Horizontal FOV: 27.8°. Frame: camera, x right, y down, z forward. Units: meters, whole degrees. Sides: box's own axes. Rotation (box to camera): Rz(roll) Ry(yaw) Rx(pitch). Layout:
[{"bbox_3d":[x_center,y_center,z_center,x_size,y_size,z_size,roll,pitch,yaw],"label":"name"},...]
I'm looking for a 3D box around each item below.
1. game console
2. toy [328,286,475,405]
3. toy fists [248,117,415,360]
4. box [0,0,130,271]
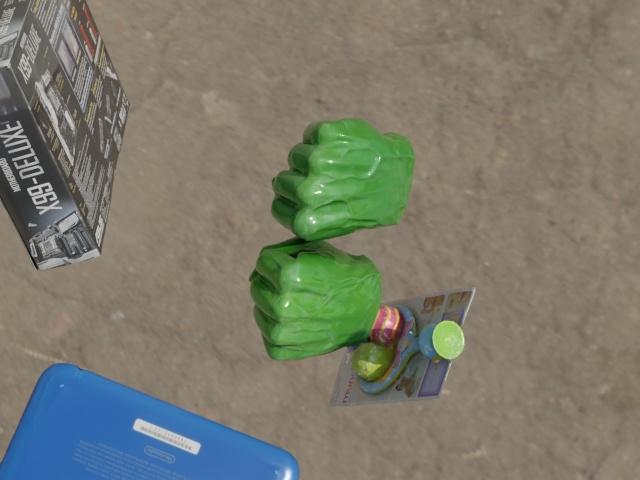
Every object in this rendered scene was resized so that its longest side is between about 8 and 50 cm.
[{"bbox_3d":[-0.204,0.303,1.389,0.293,0.173,0.250,23,74,-3],"label":"game console"},{"bbox_3d":[0.076,0.119,1.508,0.056,0.237,0.137,31,68,-26],"label":"toy"},{"bbox_3d":[0.000,0.000,1.398,0.142,0.096,0.279,-5,118,-42],"label":"toy fists"},{"bbox_3d":[-0.296,-0.157,1.402,0.077,0.307,0.242,-13,128,9],"label":"box"}]
